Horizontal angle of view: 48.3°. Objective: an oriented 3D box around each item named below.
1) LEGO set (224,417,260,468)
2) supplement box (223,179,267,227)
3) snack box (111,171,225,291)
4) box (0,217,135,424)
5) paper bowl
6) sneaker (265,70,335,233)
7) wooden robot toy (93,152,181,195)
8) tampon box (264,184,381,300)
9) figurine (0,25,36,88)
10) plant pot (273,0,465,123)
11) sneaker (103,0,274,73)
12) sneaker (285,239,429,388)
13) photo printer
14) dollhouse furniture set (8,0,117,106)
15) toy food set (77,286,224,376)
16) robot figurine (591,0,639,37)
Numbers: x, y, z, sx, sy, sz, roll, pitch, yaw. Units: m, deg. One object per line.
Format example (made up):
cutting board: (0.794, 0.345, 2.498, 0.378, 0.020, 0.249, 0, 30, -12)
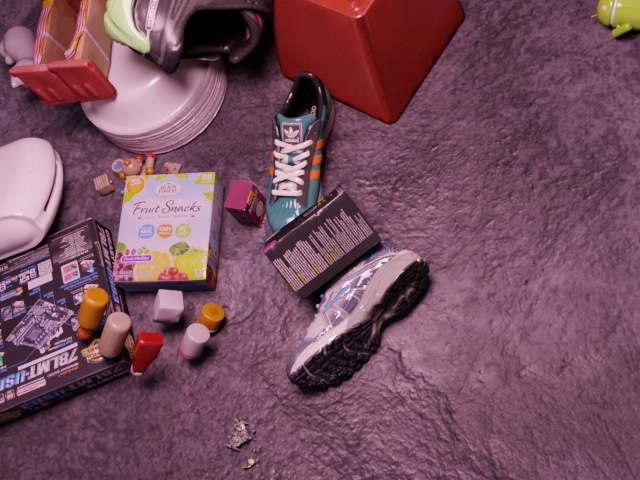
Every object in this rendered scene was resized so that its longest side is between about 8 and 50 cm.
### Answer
LEGO set: (-0.125, 0.322, 1.144, 0.054, 0.023, 0.083, -43, 64, -4)
supplement box: (-0.131, -0.065, 1.264, 0.043, 0.083, 0.055, 11, 74, 20)
snack box: (-0.271, -0.016, 1.287, 0.174, 0.070, 0.207, -2, 68, 9)
box: (-0.498, 0.146, 1.292, 0.295, 0.073, 0.293, -23, 66, 5)
paper bowl: (-0.338, -0.322, 1.390, 0.284, 0.148, 0.284, -6, 69, 15)
sneaker: (-0.047, -0.155, 1.254, 0.108, 0.121, 0.302, 4, 72, 16)
wooden robot toy: (-0.359, -0.139, 1.360, 0.173, 0.079, 0.076, -8, 68, 12)
tampon box: (0.000, 0.000, 1.159, 0.161, 0.120, 0.101, -37, 99, 2)
figurine: (-0.558, -0.405, 1.473, 0.215, 0.092, 0.209, -36, 41, 1)
plant pot: (0.068, -0.413, 1.260, 0.267, 0.236, 0.267, 29, 80, 23)
sneaker: (-0.162, -0.423, 1.306, 0.202, 0.185, 0.483, 46, 55, 8)
sneaker: (0.044, 0.115, 1.150, 0.283, 0.110, 0.122, -44, 47, -7)
photo printer: (-0.637, -0.063, 1.361, 0.307, 0.107, 0.256, -19, 44, 8)
dollhouse furniture set: (-0.471, -0.410, 1.177, 0.152, 0.374, 0.201, -3, 67, 11)
toy food set: (-0.282, 0.156, 1.188, 0.232, 0.104, 0.111, 7, 45, -26)
robot figurine: (0.526, -0.394, 1.216, 0.115, 0.067, 0.101, 15, 86, 21)
